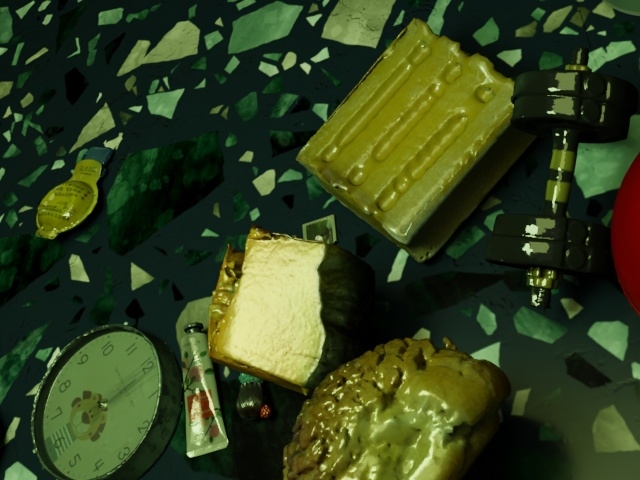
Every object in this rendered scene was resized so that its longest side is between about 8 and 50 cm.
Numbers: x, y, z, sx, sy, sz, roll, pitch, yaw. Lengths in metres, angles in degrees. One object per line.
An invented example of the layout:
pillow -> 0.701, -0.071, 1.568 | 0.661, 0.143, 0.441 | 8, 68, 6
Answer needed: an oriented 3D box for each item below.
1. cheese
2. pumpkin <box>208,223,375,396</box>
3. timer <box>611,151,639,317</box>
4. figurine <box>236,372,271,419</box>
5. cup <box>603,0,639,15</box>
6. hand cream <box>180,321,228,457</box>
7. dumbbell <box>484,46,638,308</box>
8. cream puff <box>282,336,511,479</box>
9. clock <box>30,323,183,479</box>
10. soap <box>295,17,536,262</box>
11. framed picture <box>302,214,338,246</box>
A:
cheese -> -0.525, -0.104, 1.922 | 0.156, 0.064, 0.250 | 9, 60, 31
pumpkin -> -0.048, 0.116, 1.414 | 0.256, 0.303, 0.226 | 20, 81, -8
timer -> 0.566, -0.012, 1.140 | 0.377, 0.279, 0.378 | -14, 60, 25
figurine -> -0.112, 0.254, 1.518 | 0.059, 0.047, 0.106 | -4, 52, 3
cup -> 0.498, -0.564, 1.467 | 0.356, 0.274, 0.260 | 18, 74, 34
hand cream -> -0.212, 0.258, 1.573 | 0.080, 0.050, 0.234 | -19, 64, 15
dumbbell -> 0.353, -0.093, 1.313 | 0.185, 0.185, 0.389 | 8, 88, 32
cream puff -> 0.089, 0.269, 1.213 | 0.231, 0.327, 0.343 | 38, 121, 18
clock -> -0.396, 0.303, 1.637 | 0.312, 0.061, 0.313 | -13, 60, 23
soap -> 0.168, -0.172, 1.519 | 0.293, 0.156, 0.335 | 38, 86, 33
framed picture -> 0.000, 0.000, 1.612 | 0.066, 0.006, 0.089 | -17, 58, 21
